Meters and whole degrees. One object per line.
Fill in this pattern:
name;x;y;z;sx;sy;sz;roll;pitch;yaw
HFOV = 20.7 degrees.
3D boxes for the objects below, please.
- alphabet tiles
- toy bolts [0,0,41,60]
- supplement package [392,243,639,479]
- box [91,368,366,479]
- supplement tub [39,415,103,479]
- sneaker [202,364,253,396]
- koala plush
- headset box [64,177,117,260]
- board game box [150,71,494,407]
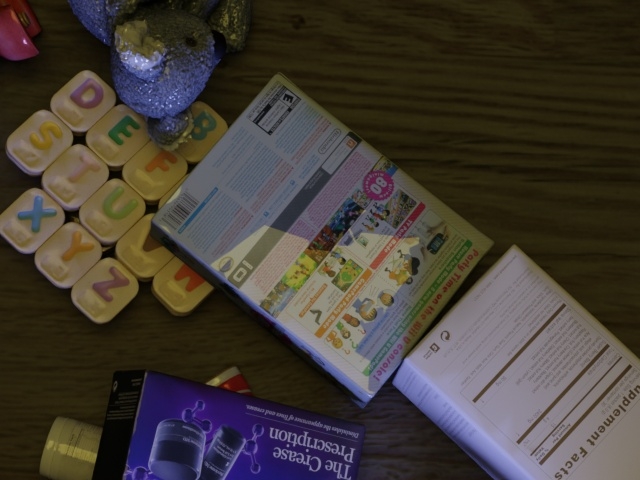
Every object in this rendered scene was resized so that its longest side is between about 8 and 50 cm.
alphabet tiles;-0.208;-0.054;1.951;0.284;0.021;0.278;43;68;5
toy bolts;-0.433;-0.285;1.972;0.158;0.218;0.229;-25;112;6
supplement package;0.245;0.178;1.864;0.293;0.177;0.175;43;79;7
box;-0.100;0.253;1.825;0.261;0.103;0.184;16;79;-25
supplement tub;-0.242;0.236;1.888;0.107;0.071;0.071;16;77;2
sneaker;-0.124;0.195;1.916;0.118;0.042;0.067;-34;77;-11
koala plush;-0.178;-0.221;1.912;0.203;0.196;0.221;-8;56;4
headset box;-0.245;-0.018;1.964;0.062;0.032;0.083;-27;78;-8
board game box;0.000;0.000;1.905;0.303;0.097;0.224;39;75;4
